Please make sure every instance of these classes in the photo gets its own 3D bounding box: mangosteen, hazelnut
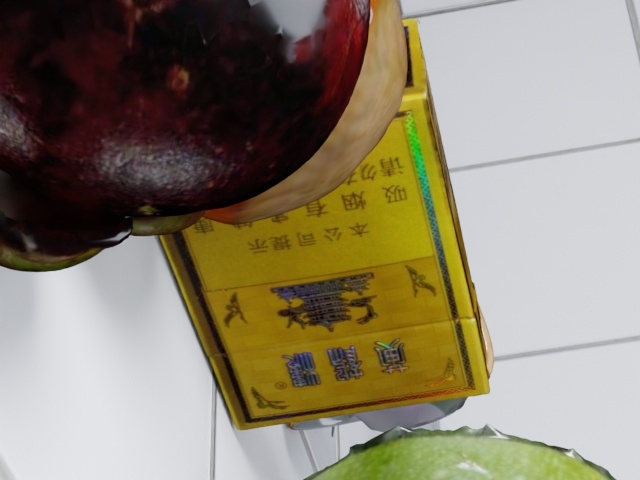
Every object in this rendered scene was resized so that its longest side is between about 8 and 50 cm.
[{"bbox_3d":[-0.078,-0.096,0.719,0.210,0.210,0.209,-9,90,-82],"label":"mangosteen"},{"bbox_3d":[-0.055,-0.104,0.920,0.176,0.214,0.214,-63,159,-18],"label":"hazelnut"}]

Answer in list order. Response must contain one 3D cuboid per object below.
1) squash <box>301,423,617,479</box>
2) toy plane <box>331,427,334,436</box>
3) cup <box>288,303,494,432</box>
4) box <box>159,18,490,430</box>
[{"bbox_3d":[0.084,0.316,1.042,0.309,0.310,0.310,-75,155,-66],"label":"squash"},{"bbox_3d":[0.008,0.079,1.634,0.226,0.058,0.226,-62,140,-62],"label":"toy plane"},{"bbox_3d":[0.053,0.044,1.513,0.226,0.182,0.263,-3,74,-43],"label":"cup"},{"bbox_3d":[0.000,0.000,1.155,0.301,0.193,0.084,74,11,-45],"label":"box"}]
